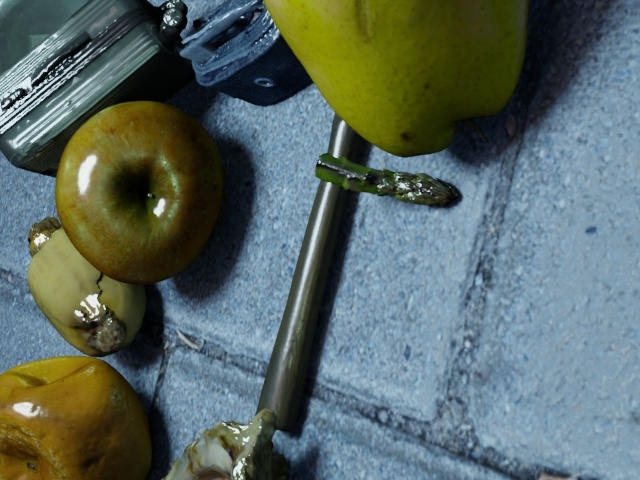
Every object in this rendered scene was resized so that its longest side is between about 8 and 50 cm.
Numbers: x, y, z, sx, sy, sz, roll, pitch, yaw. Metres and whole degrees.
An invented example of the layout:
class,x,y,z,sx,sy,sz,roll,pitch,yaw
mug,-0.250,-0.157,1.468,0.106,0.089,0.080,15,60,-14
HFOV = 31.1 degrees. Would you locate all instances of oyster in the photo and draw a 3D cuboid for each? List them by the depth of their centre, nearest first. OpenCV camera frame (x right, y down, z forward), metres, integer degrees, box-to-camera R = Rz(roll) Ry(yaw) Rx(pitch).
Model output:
class,x,y,z,sx,sy,sz,roll,pitch,yaw
oyster,-0.137,0.328,1.330,0.221,0.096,0.361,42,111,56

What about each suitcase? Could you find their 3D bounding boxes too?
class,x,y,z,sx,sy,sz,roll,pitch,yaw
suitcase,-0.304,-0.217,1.565,0.312,0.202,0.128,-37,82,5

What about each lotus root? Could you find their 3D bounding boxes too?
class,x,y,z,sx,sy,sz,roll,pitch,yaw
lotus root,-0.328,0.068,1.630,0.146,0.131,0.303,-47,41,-2

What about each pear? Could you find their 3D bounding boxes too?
class,x,y,z,sx,sy,sz,roll,pitch,yaw
pear,0.077,-0.261,1.154,0.285,0.285,0.336,26,136,52

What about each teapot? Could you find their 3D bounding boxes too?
class,x,y,z,sx,sy,sz,roll,pitch,yaw
teapot,-0.453,-0.325,1.917,0.223,0.305,0.285,-34,33,-8

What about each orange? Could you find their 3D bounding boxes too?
class,x,y,z,sx,sy,sz,roll,pitch,yaw
orange,-0.331,0.263,1.524,0.249,0.183,0.248,14,124,22

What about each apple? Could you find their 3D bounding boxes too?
class,x,y,z,sx,sy,sz,roll,pitch,yaw
apple,-0.230,-0.064,1.489,0.207,0.237,0.236,-179,103,-78

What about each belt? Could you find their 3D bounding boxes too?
class,x,y,z,sx,sy,sz,roll,pitch,yaw
belt,-0.080,-0.252,1.428,0.218,0.129,0.122,-22,60,46

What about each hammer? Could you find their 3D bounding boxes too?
class,x,y,z,sx,sy,sz,roll,pitch,yaw
hammer,0.000,0.000,1.313,0.168,0.044,0.439,14,89,54

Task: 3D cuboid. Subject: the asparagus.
class,x,y,z,sx,sy,sz,roll,pitch,yaw
asparagus,0.070,-0.062,1.216,0.165,0.030,0.036,12,83,26
